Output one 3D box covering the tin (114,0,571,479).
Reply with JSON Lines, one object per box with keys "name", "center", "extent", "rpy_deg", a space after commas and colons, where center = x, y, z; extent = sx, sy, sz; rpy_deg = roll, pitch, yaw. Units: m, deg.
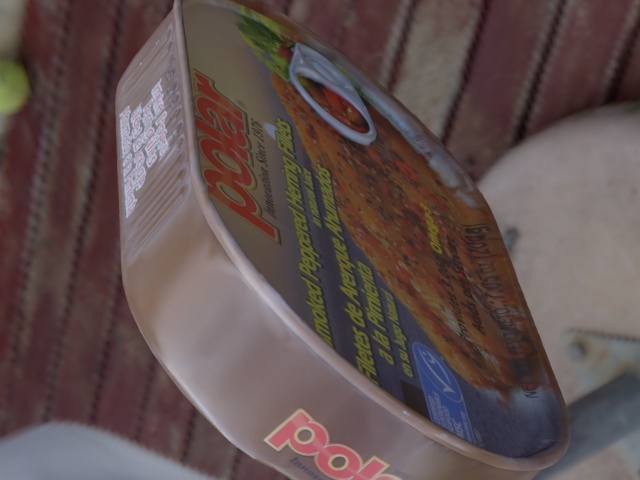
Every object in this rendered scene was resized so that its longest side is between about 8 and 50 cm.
{"name": "tin", "center": [0.000, 0.000, 0.477], "extent": [0.106, 0.190, 0.040], "rpy_deg": [37, 109, -23]}
